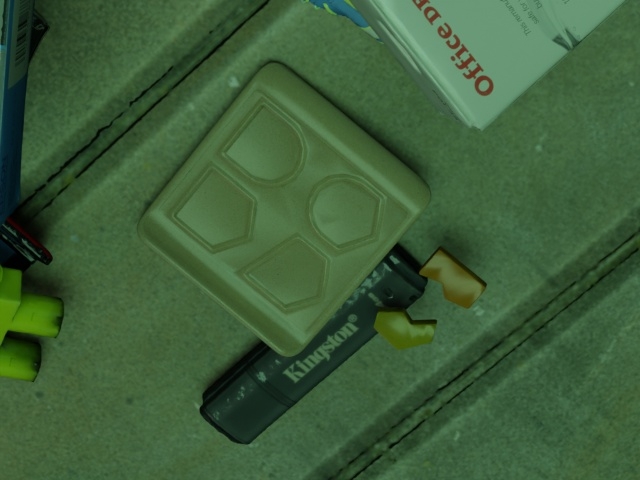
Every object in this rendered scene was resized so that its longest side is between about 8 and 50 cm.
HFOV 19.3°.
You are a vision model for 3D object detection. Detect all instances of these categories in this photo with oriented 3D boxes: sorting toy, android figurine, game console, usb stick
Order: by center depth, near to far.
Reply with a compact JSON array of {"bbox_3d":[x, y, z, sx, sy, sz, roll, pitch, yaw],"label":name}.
[{"bbox_3d":[0.000,0.000,1.867,0.307,0.041,0.229,40,106,-3],"label":"sorting toy"},{"bbox_3d":[-0.402,0.081,1.872,0.272,0.056,0.248,11,140,-22],"label":"android figurine"},{"bbox_3d":[-0.353,-0.003,1.873,0.144,0.124,0.085,42,82,-17],"label":"game console"},{"bbox_3d":[-0.009,0.108,1.936,0.278,0.045,0.077,-41,107,17],"label":"usb stick"}]

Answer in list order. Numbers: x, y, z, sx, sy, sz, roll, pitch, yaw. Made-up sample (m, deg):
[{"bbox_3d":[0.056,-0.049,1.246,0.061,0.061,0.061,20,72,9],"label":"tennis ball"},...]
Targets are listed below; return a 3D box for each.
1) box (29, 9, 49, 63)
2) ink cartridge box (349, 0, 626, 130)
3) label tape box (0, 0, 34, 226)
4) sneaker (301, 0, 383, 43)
[{"bbox_3d":[-0.400,-0.094,1.745,0.307,0.242,0.076,-39,108,16],"label":"box"},{"bbox_3d":[0.165,-0.269,1.676,0.283,0.117,0.207,-42,109,-4],"label":"ink cartridge box"},{"bbox_3d":[-0.410,-0.150,1.537,0.333,0.106,0.241,7,106,1],"label":"label tape box"},{"bbox_3d":[-0.018,-0.261,1.760,0.126,0.091,0.240,-27,113,32],"label":"sneaker"}]
